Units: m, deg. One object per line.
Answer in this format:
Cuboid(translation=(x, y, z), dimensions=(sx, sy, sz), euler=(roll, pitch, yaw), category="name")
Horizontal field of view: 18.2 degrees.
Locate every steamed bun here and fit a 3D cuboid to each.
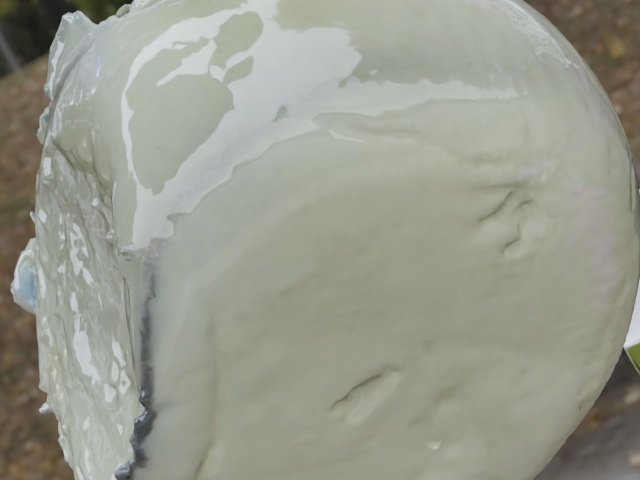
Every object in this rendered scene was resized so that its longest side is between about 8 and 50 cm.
Cuboid(translation=(0.000, 0.000, 1.046), dimensions=(0.312, 0.233, 0.334), euler=(-1, -53, -28), category="steamed bun")

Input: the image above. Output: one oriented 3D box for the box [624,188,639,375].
Cuboid(translation=(0.329, -0.008, 1.452), dimensions=(0.260, 0.062, 0.175), euler=(-29, 30, 12), category="box")
